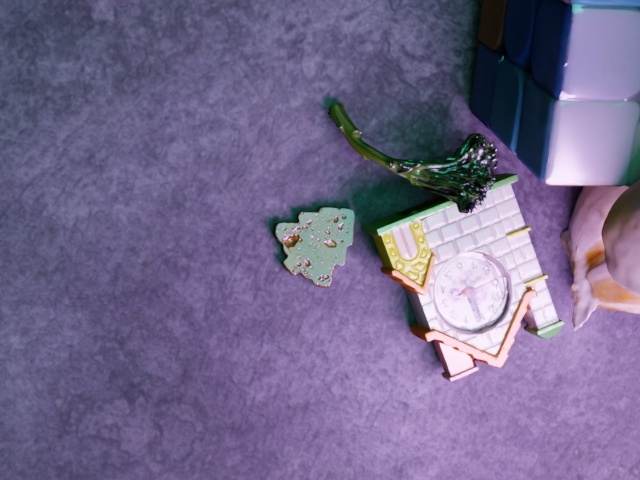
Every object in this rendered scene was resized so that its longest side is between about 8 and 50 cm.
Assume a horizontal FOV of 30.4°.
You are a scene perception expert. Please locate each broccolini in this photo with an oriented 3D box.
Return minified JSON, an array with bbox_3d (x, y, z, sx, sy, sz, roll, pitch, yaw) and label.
[{"bbox_3d":[0.133,-0.142,1.647,0.271,0.062,0.123,32,59,21],"label":"broccolini"}]

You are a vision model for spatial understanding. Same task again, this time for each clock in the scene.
[{"bbox_3d":[0.212,0.058,1.688,0.219,0.106,0.255,-22,96,-8],"label":"clock"}]

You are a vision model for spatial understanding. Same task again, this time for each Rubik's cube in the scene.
[{"bbox_3d":[0.419,-0.278,1.552,0.346,0.344,0.347,2,110,-9],"label":"Rubik's cube"}]

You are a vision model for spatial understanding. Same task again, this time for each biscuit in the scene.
[{"bbox_3d":[0.000,0.000,1.694,0.130,0.019,0.119,-39,97,-6],"label":"biscuit"}]

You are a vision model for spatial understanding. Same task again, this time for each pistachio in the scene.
[{"bbox_3d":[0.451,-0.016,1.367,0.166,0.288,0.197,13,64,-13],"label":"pistachio"}]

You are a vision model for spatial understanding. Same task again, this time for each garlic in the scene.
[{"bbox_3d":[0.515,0.014,1.706,0.313,0.286,0.249,-2,137,-4],"label":"garlic"}]
